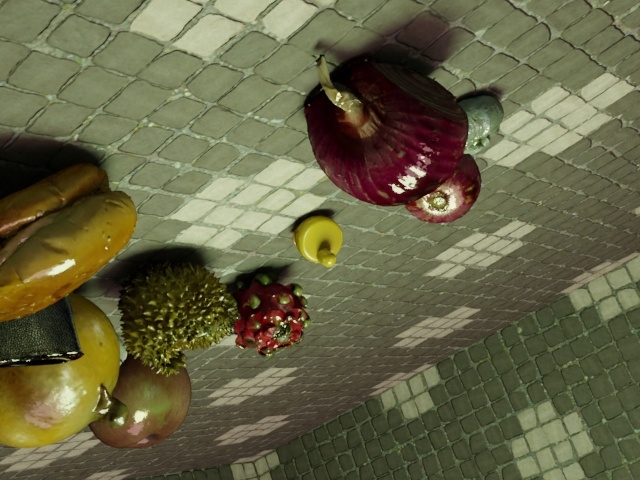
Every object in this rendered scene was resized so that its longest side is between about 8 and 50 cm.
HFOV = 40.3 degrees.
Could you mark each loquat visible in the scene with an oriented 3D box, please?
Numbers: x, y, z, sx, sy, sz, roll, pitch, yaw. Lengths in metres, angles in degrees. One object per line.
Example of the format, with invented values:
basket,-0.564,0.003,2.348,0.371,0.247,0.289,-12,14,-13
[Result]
loquat,-0.543,0.269,1.768,0.360,0.328,0.328,32,142,-6

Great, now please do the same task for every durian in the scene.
durian,-0.311,0.156,1.880,0.258,0.258,0.293,-21,168,1

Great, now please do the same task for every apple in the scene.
apple,-0.485,0.430,2.339,0.306,0.234,0.305,-18,160,-7

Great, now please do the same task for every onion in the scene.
onion,0.247,-0.121,1.825,0.177,0.153,0.177,6,155,3
onion,0.116,-0.171,1.487,0.273,0.230,0.256,-17,160,-30

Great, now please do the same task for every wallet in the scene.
wallet,-0.570,0.124,1.568,0.262,0.220,0.071,1,154,-45

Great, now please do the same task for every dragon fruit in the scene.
dragon fruit,-0.144,0.196,2.142,0.219,0.198,0.273,19,141,-19

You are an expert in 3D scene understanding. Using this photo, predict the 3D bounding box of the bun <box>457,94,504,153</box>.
bun,0.300,-0.222,1.718,0.141,0.083,0.140,-18,155,-8

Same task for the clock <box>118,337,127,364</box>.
clock,-0.555,0.300,2.128,0.176,0.117,0.080,-12,157,-23

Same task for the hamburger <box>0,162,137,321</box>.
hamburger,-0.445,0.006,1.419,0.314,0.170,0.290,-36,-177,-43

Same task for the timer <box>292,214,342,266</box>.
timer,0.000,0.000,1.926,0.107,0.107,0.109,-13,-160,-19
